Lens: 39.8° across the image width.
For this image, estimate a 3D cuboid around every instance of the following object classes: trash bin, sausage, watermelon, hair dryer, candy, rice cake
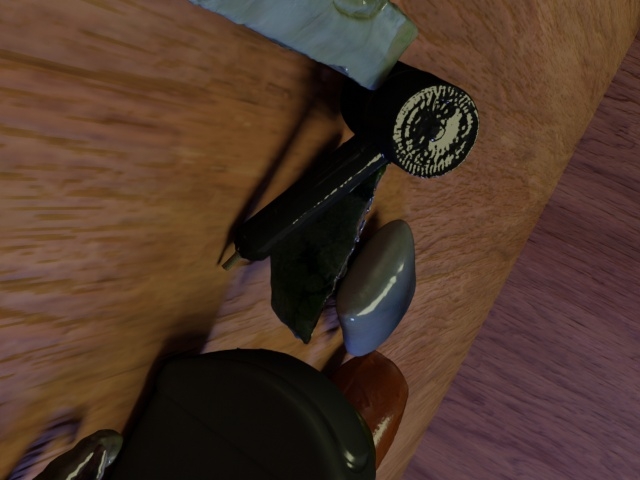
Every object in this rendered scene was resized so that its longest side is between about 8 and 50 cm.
[{"bbox_3d":[-0.072,0.197,0.678,0.236,0.177,0.101,-60,165,7],"label":"trash bin"},{"bbox_3d":[0.026,0.261,1.159,0.258,0.133,0.133,-53,162,-20],"label":"sausage"},{"bbox_3d":[0.000,0.000,0.767,0.139,0.071,0.187,87,27,-73],"label":"watermelon"},{"bbox_3d":[0.009,-0.051,0.677,0.219,0.071,0.124,-40,-154,-2],"label":"hair dryer"},{"bbox_3d":[0.069,0.061,1.048,0.138,0.071,0.174,-56,162,-15],"label":"candy"},{"bbox_3d":[-0.011,-0.140,0.505,0.066,0.063,0.336,-55,167,14],"label":"rice cake"}]

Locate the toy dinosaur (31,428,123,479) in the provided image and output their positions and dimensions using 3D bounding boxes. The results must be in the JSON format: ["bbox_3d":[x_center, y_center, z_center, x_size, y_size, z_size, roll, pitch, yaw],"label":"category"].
[{"bbox_3d":[-0.199,0.226,0.515,0.294,0.077,0.162,-61,163,1],"label":"toy dinosaur"}]

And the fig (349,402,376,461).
[{"bbox_3d":[-0.034,0.198,0.957,0.151,0.151,0.259,-50,129,-34],"label":"fig"}]
